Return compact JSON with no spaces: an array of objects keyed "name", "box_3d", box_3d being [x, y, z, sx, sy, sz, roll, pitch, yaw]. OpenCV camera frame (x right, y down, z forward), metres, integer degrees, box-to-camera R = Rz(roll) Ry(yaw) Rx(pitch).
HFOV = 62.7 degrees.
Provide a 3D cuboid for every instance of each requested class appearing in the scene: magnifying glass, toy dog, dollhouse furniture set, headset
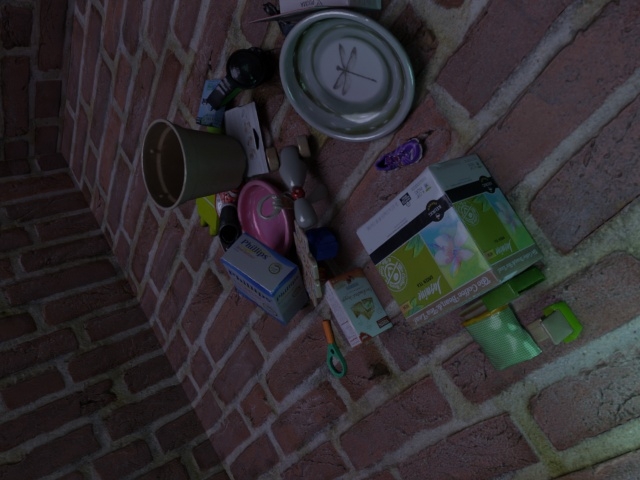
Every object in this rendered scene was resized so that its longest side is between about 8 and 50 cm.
[{"name":"magnifying glass","box_3d":[0.047,0.418,2.029,0.092,0.026,0.231,-6,99,51]},{"name":"toy dog","box_3d":[-0.085,-0.195,1.826,0.219,0.161,0.334,3,76,11]},{"name":"dollhouse furniture set","box_3d":[0.471,0.232,1.356,0.198,0.151,0.301,59,140,15]},{"name":"headset","box_3d":[-0.258,-0.619,1.819,0.394,0.243,0.185,-36,103,21]}]

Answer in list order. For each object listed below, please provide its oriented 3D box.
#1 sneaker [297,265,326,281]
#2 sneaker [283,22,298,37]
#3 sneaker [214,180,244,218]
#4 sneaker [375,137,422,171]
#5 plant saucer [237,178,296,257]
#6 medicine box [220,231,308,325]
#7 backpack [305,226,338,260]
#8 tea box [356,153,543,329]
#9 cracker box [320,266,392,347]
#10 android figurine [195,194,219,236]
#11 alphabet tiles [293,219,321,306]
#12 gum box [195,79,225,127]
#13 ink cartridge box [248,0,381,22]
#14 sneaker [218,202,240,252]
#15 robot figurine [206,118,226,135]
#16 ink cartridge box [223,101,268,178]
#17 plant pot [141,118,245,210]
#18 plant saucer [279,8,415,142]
[{"name":"sneaker","box_3d":[-0.041,0.112,1.995,0.175,0.064,0.068,8,91,42]},{"name":"sneaker","box_3d":[-0.005,-0.599,1.617,0.319,0.112,0.131,26,120,43]},{"name":"sneaker","box_3d":[-0.384,-0.187,2.242,0.145,0.090,0.270,4,105,51]},{"name":"sneaker","box_3d":[0.226,-0.238,1.522,0.170,0.071,0.068,-29,82,50]},{"name":"plant saucer","box_3d":[-0.203,-0.080,2.078,0.332,0.084,0.333,21,119,44]},{"name":"medicine box","box_3d":[-0.207,0.149,1.997,0.263,0.149,0.289,31,157,24]},{"name":"backpack","box_3d":[0.000,0.000,1.865,0.120,0.097,0.101,45,131,45]},{"name":"tea box","box_3d":[0.325,0.008,1.384,0.324,0.219,0.329,60,140,13]},{"name":"cracker box","box_3d":[0.120,0.221,1.761,0.067,0.155,0.232,-41,73,48]},{"name":"android figurine","box_3d":[-0.501,-0.160,2.417,0.248,0.056,0.273,39,132,34]},{"name":"alphabet tiles","box_3d":[-0.047,0.078,1.825,0.284,0.021,0.278,-125,24,-62]},{"name":"gum box","box_3d":[-0.437,-0.556,2.138,0.157,0.041,0.185,20,96,49]},{"name":"ink cartridge box","box_3d":[-0.021,-0.669,1.489,0.296,0.261,0.066,14,115,46]},{"name":"sneaker","box_3d":[-0.388,-0.001,2.246,0.147,0.104,0.296,-96,6,-51]},{"name":"robot figurine","box_3d":[-0.430,-0.479,2.198,0.115,0.067,0.101,8,116,48]},{"name":"ink cartridge box","box_3d":[-0.277,-0.390,2.061,0.238,0.060,0.275,-1,103,49]},{"name":"plant pot","box_3d":[-0.470,-0.295,2.020,0.333,0.305,0.334,11,105,45]},{"name":"plant saucer","box_3d":[0.082,-0.472,1.499,0.400,0.101,0.401,16,140,14]}]
